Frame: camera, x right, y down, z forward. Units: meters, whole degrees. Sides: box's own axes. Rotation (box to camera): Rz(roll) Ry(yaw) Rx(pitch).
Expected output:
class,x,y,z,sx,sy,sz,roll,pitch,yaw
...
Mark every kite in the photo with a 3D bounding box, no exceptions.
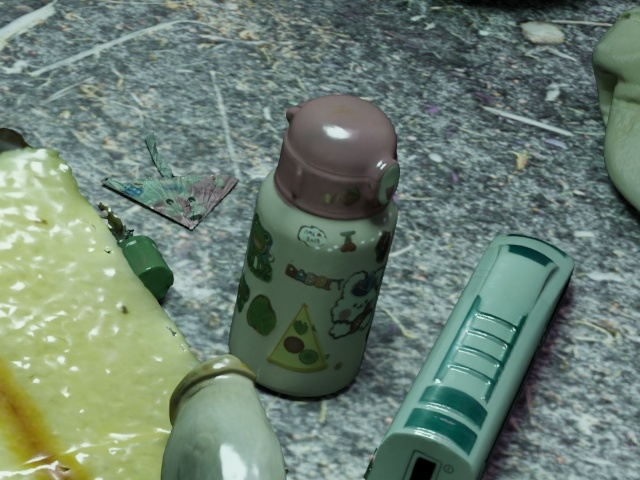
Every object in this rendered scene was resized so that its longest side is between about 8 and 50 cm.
class,x,y,z,sx,sy,sz,roll,pitch,yaw
kite,-0.143,-0.057,1.682,0.139,0.011,0.156,-2,39,-25

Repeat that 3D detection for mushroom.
class,x,y,z,sx,sy,sz,roll,pitch,yaw
mushroom,-0.073,0.232,1.169,0.097,0.109,0.351,31,47,-31

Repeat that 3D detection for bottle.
class,x,y,z,sx,sy,sz,roll,pitch,yaw
bottle,0.000,0.000,1.435,0.120,0.253,0.120,9,36,-6

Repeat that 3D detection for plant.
class,x,y,z,sx,sy,sz,roll,pitch,yaw
plant,-0.168,0.011,1.543,0.051,0.051,0.102,-11,37,-29

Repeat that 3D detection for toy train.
class,x,y,z,sx,sy,sz,roll,pitch,yaw
toy train,0.145,0.083,1.510,0.086,0.088,0.407,20,35,11

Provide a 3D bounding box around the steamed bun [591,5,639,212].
class,x,y,z,sx,sy,sz,roll,pitch,yaw
steamed bun,0.475,-0.163,1.810,0.368,0.255,0.342,2,34,-17

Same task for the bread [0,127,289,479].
class,x,y,z,sx,sy,sz,roll,pitch,yaw
bread,-0.228,0.120,1.240,0.405,0.242,0.346,34,43,32
